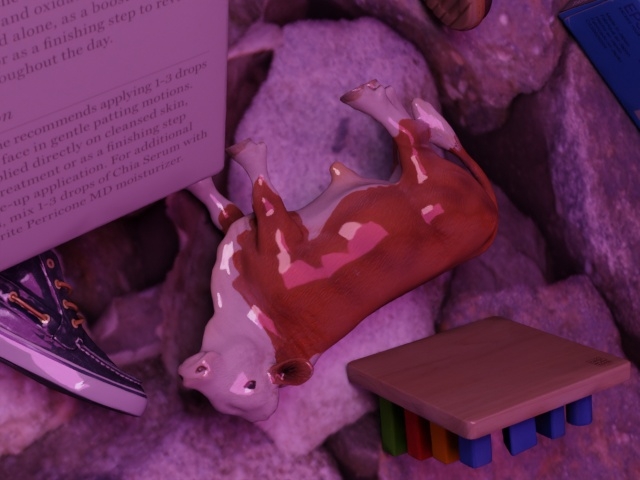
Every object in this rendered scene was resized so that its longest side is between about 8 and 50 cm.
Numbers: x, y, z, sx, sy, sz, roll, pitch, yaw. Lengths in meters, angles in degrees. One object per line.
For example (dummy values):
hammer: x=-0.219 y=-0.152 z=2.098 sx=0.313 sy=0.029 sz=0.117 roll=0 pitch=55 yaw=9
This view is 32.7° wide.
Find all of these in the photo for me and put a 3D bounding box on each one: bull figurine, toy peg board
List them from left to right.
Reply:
bull figurine: x=0.000 y=0.000 z=0.834 sx=0.310 sy=0.101 sz=0.188 roll=-29 pitch=97 yaw=-28
toy peg board: x=0.133 y=0.133 z=0.869 sx=0.161 sy=0.161 sz=0.079 roll=-15 pitch=107 yaw=-29

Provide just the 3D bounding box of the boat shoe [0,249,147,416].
boat shoe: x=-0.186 y=0.051 z=0.747 sx=0.183 sy=0.065 sz=0.083 roll=31 pitch=72 yaw=-21

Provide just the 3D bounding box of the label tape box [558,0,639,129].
label tape box: x=0.422 y=-0.239 z=1.089 sx=0.333 sy=0.106 sz=0.240 roll=-47 pitch=107 yaw=-24

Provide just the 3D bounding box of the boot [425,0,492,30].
boot: x=0.162 y=-0.318 z=0.963 sx=0.207 sy=0.090 sz=0.248 roll=-16 pitch=89 yaw=-27

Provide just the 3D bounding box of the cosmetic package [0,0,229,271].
cosmetic package: x=-0.180 y=-0.200 z=0.569 sx=0.230 sy=0.453 sz=0.161 roll=-27 pitch=56 yaw=-29
